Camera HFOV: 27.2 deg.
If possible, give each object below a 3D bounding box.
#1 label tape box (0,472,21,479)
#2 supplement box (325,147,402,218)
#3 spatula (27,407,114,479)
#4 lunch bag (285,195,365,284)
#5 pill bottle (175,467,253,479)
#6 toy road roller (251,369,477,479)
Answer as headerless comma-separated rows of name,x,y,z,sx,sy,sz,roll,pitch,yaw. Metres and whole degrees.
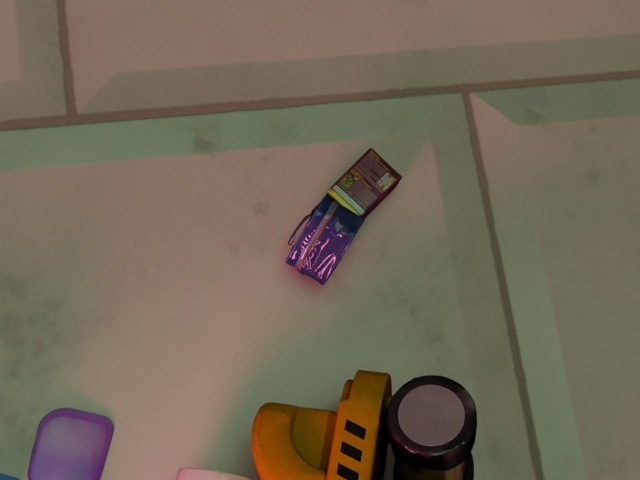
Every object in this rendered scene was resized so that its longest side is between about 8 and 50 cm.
label tape box,-0.459,0.305,1.315,0.241,0.106,0.333,18,42,-3
supplement box,0.051,-0.063,1.618,0.055,0.043,0.083,44,73,6
spatula,-0.293,0.319,1.430,0.084,0.030,0.296,16,53,-11
lunch bag,0.000,0.000,1.568,0.065,0.067,0.098,32,112,1
pill bottle,-0.130,0.360,1.418,0.121,0.121,0.216,12,71,-5
toy road roller,0.035,0.300,1.417,0.241,0.202,0.329,6,61,9
